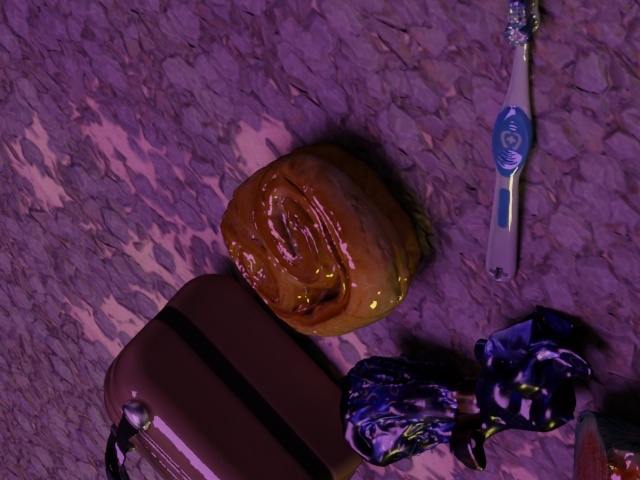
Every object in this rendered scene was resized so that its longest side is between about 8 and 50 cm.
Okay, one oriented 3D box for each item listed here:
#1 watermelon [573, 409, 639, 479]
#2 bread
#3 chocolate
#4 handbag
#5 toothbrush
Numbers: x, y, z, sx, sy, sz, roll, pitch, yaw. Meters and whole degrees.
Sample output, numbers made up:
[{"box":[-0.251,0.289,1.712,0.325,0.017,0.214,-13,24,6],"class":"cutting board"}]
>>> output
[{"box":[0.297,0.224,1.769,0.146,0.128,0.231,-122,18,-44],"class":"watermelon"},{"box":[0.002,0.002,1.891,0.198,0.120,0.236,55,151,-5],"class":"bread"},{"box":[0.165,0.159,1.869,0.343,0.126,0.148,-19,71,51],"class":"chocolate"},{"box":[-0.123,0.220,2.139,0.302,0.283,0.149,48,152,5],"class":"handbag"},{"box":[0.173,-0.089,1.652,0.040,0.040,0.386,35,150,26],"class":"toothbrush"}]
